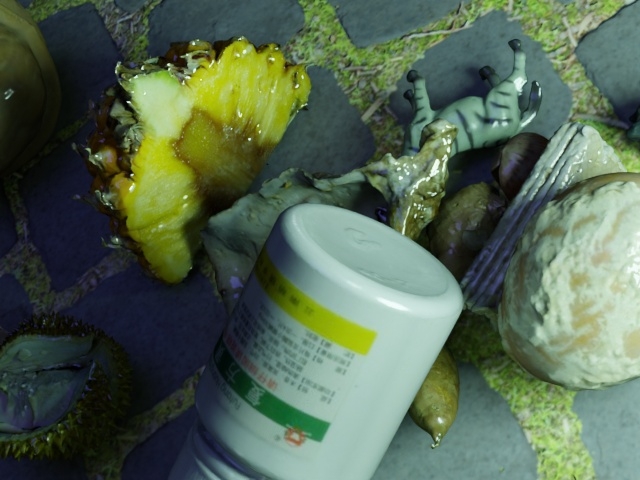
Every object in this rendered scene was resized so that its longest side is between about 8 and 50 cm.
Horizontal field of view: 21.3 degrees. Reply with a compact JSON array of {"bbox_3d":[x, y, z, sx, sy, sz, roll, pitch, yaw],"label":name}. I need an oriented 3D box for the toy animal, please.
[{"bbox_3d":[0.155,-0.121,1.953,0.217,0.073,0.176,-19,64,16],"label":"toy animal"}]

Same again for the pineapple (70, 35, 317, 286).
[{"bbox_3d":[-0.213,-0.160,2.070,0.209,0.286,0.344,27,78,40],"label":"pineapple"}]

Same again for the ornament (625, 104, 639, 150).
[{"bbox_3d":[0.446,-0.187,1.800,0.202,0.080,0.236,12,73,34],"label":"ornament"}]

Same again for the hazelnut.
[{"bbox_3d":[0.226,-0.077,1.874,0.086,0.086,0.086,-16,56,25],"label":"hazelnut"}]

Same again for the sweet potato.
[{"bbox_3d":[0.103,0.125,1.841,0.075,0.075,0.269,-38,39,8],"label":"sweet potato"}]

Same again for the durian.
[{"bbox_3d":[-0.325,0.182,2.036,0.237,0.138,0.193,19,78,36],"label":"durian"}]

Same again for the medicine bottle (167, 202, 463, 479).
[{"bbox_3d":[-0.016,0.153,1.746,0.208,0.208,0.340,44,116,41],"label":"medicine bottle"}]

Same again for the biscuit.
[{"bbox_3d":[0.234,-0.007,1.806,0.062,0.108,0.239,24,78,42],"label":"biscuit"}]

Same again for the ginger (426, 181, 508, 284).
[{"bbox_3d":[0.144,0.007,1.887,0.096,0.067,0.165,27,90,53],"label":"ginger"}]

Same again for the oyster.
[{"bbox_3d":[0.013,0.020,1.913,0.396,0.111,0.204,-24,67,40],"label":"oyster"}]

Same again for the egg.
[{"bbox_3d":[0.285,0.042,1.689,0.245,0.203,0.203,-45,48,11],"label":"egg"}]

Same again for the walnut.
[{"bbox_3d":[-0.490,-0.208,2.296,0.285,0.285,0.296,-33,28,12],"label":"walnut"}]

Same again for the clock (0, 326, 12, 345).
[{"bbox_3d":[-0.574,0.082,2.162,0.275,0.290,0.080,9,69,44],"label":"clock"}]
